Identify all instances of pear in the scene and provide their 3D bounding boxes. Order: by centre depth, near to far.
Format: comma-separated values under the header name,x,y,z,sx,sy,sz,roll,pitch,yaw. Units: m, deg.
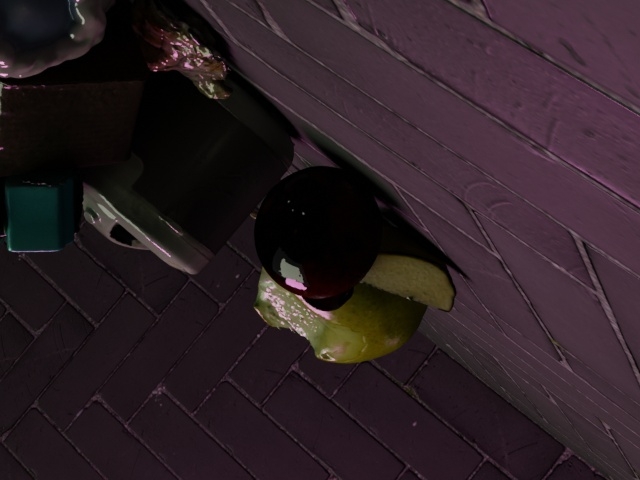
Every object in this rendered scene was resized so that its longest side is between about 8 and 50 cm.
name,x,y,z,sx,sy,sz,roll,pitch,yaw
pear,0.029,0.065,1.843,0.286,0.176,0.282,31,158,5

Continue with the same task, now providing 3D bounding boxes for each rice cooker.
name,x,y,z,sx,sy,sz,roll,pitch,yaw
rice cooker,-0.208,-0.112,1.644,0.288,0.277,0.288,40,178,1

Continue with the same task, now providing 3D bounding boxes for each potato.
name,x,y,z,sx,sy,sz,roll,pitch,yaw
potato,0.129,0.018,1.671,0.149,0.081,0.120,20,-143,-16

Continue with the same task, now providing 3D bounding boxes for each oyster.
name,x,y,z,sx,sy,sz,roll,pitch,yaw
oyster,-0.166,-0.224,1.414,0.191,0.081,0.163,37,174,-35

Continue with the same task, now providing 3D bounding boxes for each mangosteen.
name,x,y,z,sx,sy,sz,roll,pitch,yaw
mangosteen,0.000,0.000,1.575,0.200,0.200,0.200,39,177,3

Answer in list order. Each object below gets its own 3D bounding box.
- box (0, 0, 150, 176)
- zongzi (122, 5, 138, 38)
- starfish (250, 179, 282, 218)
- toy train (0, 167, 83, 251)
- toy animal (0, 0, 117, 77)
name,x,y,z,sx,sy,sz,roll,pitch,yaw
box,-0.331,-0.222,1.405,0.273,0.184,0.143,61,146,34
zongzi,-0.391,-0.271,1.729,0.288,0.286,0.134,28,146,51
starfish,0.021,-0.016,2.031,0.358,0.078,0.347,44,165,-15
toy train,-0.371,-0.061,1.447,0.163,0.112,0.203,0,-152,-11
toy animal,-0.327,-0.292,1.253,0.208,0.204,0.156,53,157,28
